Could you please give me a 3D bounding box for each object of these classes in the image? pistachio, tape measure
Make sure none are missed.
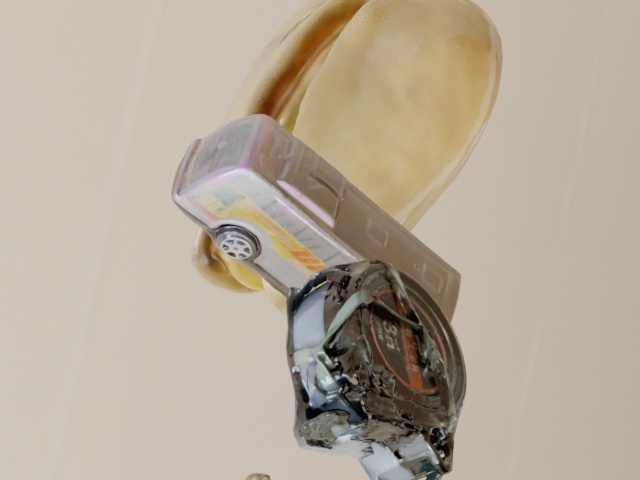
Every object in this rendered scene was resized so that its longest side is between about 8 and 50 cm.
[{"bbox_3d":[0.022,-0.076,1.275,0.299,0.187,0.187,-56,-45,-16],"label":"pistachio"},{"bbox_3d":[0.025,0.057,0.734,0.091,0.054,0.094,34,-140,-35],"label":"tape measure"}]

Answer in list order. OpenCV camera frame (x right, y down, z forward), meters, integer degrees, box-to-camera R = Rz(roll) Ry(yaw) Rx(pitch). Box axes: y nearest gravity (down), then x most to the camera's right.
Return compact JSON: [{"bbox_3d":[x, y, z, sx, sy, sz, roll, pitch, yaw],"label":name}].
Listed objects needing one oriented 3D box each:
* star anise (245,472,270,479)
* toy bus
[{"bbox_3d":[-0.036,0.278,1.341,0.171,0.063,0.208,-17,-73,-26],"label":"star anise"},{"bbox_3d":[0.000,0.000,0.941,0.172,0.072,0.057,39,-136,-24],"label":"toy bus"}]
